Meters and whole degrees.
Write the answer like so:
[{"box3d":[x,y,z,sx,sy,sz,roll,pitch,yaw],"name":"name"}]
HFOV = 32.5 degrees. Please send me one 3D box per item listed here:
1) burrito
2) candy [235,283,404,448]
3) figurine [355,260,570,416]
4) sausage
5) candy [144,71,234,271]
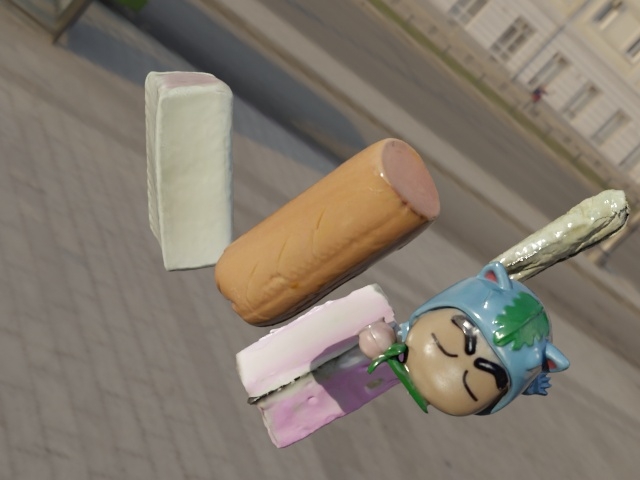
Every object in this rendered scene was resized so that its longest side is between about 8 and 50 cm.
[{"box3d":[0.253,0.004,1.200,0.045,0.188,0.058,61,2,43],"name":"burrito"},{"box3d":[0.008,0.188,1.692,0.116,0.265,0.155,62,-2,-29],"name":"candy"},{"box3d":[0.098,0.092,0.861,0.114,0.144,0.178,69,-23,4],"name":"figurine"},{"box3d":[-0.001,0.001,1.301,0.121,0.304,0.121,35,36,-31],"name":"sausage"},{"box3d":[-0.245,-0.137,2.054,0.145,0.358,0.208,-4,23,-15],"name":"candy"}]
